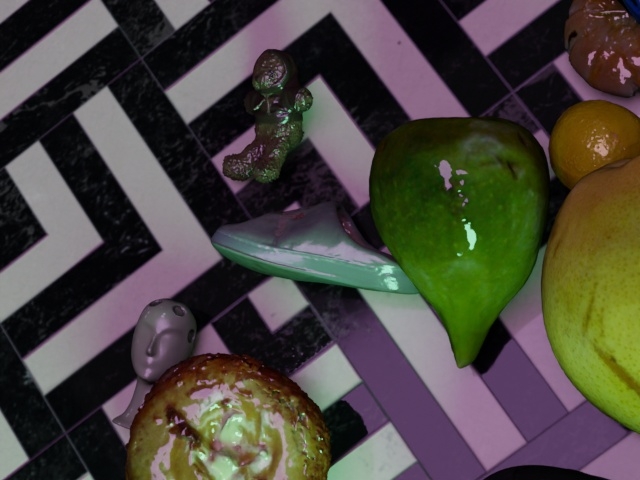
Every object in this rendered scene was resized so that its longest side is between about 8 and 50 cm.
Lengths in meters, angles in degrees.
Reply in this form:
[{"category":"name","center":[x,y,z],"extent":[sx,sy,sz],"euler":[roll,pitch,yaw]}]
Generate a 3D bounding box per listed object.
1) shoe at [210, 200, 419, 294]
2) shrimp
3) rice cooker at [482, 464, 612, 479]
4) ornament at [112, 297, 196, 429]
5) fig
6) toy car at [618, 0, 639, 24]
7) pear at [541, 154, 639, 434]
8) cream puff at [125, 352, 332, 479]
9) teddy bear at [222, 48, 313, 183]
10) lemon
[{"category":"shoe","center":[0.000,0.000,1.701],"extent":[0.251,0.103,0.100],"euler":[13,84,14]},{"category":"shrimp","center":[0.368,-0.285,1.671],"extent":[0.145,0.061,0.267],"euler":[27,90,29]},{"category":"rice cooker","center":[0.240,0.346,1.466],"extent":[0.267,0.224,0.267],"euler":[-15,61,29]},{"category":"ornament","center":[-0.190,0.145,1.740],"extent":[0.075,0.081,0.156],"euler":[15,88,14]},{"category":"fig","center":[0.156,0.004,1.610],"extent":[0.206,0.206,0.275],"euler":[0,93,17]},{"category":"toy car","center":[0.360,-0.277,1.601],"extent":[0.103,0.063,0.216],"euler":[-41,62,12]},{"category":"pear","center":[0.366,0.054,1.480],"extent":[0.314,0.314,0.314],"euler":[-3,78,16]},{"category":"cream puff","center":[-0.101,0.245,1.649],"extent":[0.240,0.164,0.240],"euler":[0,76,2]},{"category":"teddy bear","center":[-0.051,-0.142,1.761],"extent":[0.119,0.078,0.160],"euler":[10,88,53]},{"category":"lemon","center":[0.306,-0.095,1.622],"extent":[0.133,0.109,0.109],"euler":[36,91,35]}]
